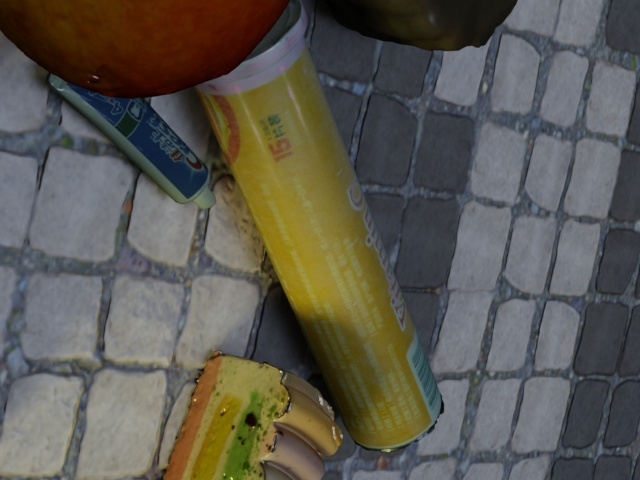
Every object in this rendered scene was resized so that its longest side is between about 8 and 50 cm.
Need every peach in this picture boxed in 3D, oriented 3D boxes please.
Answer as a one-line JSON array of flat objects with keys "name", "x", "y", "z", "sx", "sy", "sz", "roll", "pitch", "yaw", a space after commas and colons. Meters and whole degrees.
[{"name": "peach", "x": -0.127, "y": -0.218, "z": 1.082, "sx": 0.281, "sy": 0.238, "sz": 0.281, "roll": 8, "pitch": 90, "yaw": -68}]

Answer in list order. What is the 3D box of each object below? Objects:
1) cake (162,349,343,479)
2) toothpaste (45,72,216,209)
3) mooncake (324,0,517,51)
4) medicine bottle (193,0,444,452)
[{"name": "cake", "x": -0.067, "y": 0.209, "z": 1.379, "sx": 0.090, "sy": 0.109, "sz": 0.225, "roll": 27, "pitch": 81, "yaw": -49}, {"name": "toothpaste", "x": -0.135, "y": -0.081, "z": 1.272, "sx": 0.197, "sy": 0.035, "sz": 0.057, "roll": 47, "pitch": 51, "yaw": -43}, {"name": "mooncake", "x": 0.082, "y": -0.268, "z": 1.388, "sx": 0.228, "sy": 0.124, "sz": 0.228, "roll": -11, "pitch": 105, "yaw": -48}, {"name": "medicine bottle", "x": 0.000, "y": 0.000, "z": 1.392, "sx": 0.108, "sy": 0.108, "sz": 0.426, "roll": -46, "pitch": 132, "yaw": -29}]
